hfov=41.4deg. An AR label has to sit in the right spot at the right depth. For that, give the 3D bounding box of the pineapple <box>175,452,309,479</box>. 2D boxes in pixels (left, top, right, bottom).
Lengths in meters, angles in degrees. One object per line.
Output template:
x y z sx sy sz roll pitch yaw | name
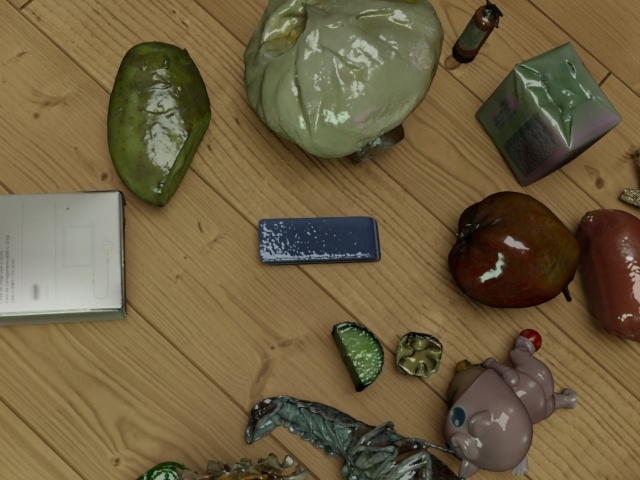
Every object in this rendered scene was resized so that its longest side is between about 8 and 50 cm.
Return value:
-0.112 0.459 1.181 0.352 0.300 0.352 5 68 -12 | pineapple

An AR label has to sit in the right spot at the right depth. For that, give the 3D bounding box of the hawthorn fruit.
0.351 0.035 1.491 0.248 0.208 0.208 28 71 -18 | hawthorn fruit

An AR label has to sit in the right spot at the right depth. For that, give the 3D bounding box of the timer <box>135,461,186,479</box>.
-0.253 0.428 1.341 0.140 0.047 0.128 -33 82 -17 | timer

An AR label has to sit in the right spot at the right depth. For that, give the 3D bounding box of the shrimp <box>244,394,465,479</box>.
0.078 0.359 1.358 0.410 0.221 0.166 32 45 19 | shrimp

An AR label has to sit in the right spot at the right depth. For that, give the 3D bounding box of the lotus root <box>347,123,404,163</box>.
0.094 -0.198 1.545 0.122 0.112 0.081 -28 96 16 | lotus root

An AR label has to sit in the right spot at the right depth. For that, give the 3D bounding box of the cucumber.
0.067 0.190 1.428 0.062 0.115 0.116 -20 76 -11 | cucumber

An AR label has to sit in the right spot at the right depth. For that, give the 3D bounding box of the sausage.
0.552 0.061 1.535 0.148 0.148 0.254 -2 74 -10 | sausage

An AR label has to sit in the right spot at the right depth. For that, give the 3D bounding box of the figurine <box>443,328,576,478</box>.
0.308 0.280 1.445 0.287 0.176 0.186 -32 39 -32 | figurine

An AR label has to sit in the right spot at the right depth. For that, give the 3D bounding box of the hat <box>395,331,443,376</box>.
0.169 0.197 1.474 0.077 0.059 0.076 11 89 -1 | hat

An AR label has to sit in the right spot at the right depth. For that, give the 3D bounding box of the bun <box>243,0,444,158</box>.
0.023 -0.330 1.451 0.365 0.219 0.365 -16 48 19 | bun

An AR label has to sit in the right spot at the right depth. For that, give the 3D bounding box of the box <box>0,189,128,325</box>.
-0.445 0.030 1.389 0.252 0.106 0.203 -2 76 -11 | box

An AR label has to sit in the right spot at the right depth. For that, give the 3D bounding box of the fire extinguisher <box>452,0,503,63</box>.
0.300 -0.395 1.599 0.050 0.177 0.062 -13 76 -14 | fire extinguisher

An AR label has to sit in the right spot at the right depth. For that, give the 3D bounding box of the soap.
0.415 -0.228 1.561 0.138 0.199 0.182 -26 80 -19 | soap

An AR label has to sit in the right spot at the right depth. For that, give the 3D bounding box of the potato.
-0.279 -0.203 1.470 0.176 0.141 0.298 -1 81 3 | potato

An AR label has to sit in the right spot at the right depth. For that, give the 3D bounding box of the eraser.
0.000 0.000 1.510 0.225 0.036 0.082 -2 75 -11 | eraser

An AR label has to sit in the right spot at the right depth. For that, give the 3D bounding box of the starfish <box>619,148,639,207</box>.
0.654 -0.079 1.638 0.150 0.053 0.209 10 75 -2 | starfish
